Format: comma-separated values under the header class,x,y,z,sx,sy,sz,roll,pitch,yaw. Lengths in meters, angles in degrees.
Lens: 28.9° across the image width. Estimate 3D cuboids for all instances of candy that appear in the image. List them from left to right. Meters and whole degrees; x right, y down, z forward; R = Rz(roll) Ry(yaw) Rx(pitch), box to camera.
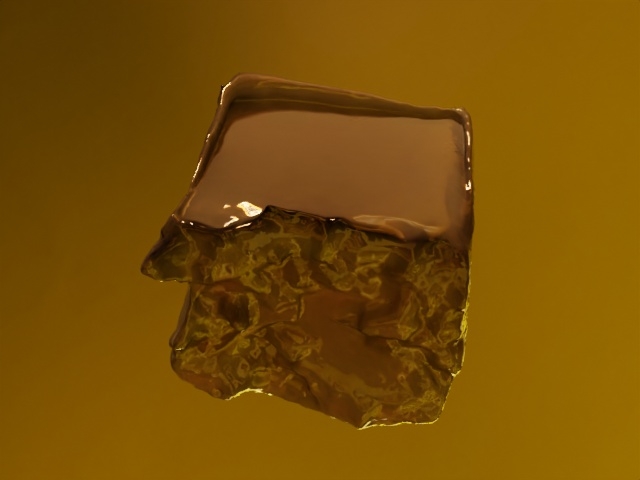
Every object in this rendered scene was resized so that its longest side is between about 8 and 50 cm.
class,x,y,z,sx,sy,sz,roll,pitch,yaw
candy,0.000,0.000,0.751,0.195,0.185,0.137,-82,1,-52
